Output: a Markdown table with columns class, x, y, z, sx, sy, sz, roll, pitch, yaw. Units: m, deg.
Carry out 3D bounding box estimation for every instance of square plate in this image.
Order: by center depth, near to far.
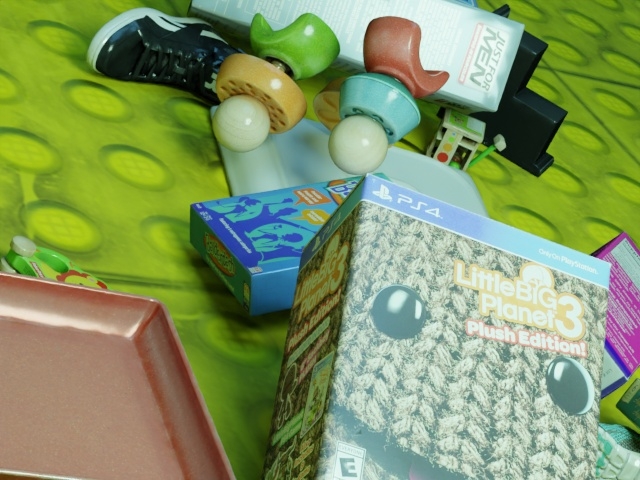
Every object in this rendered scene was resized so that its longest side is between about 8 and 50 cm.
| class | x | y | z | sx | sy | sz | roll | pitch | yaw |
| --- | --- | --- | --- | --- | --- | --- | --- | --- | --- |
| square plate | 0.064 | -0.030 | 1.950 | 0.344 | 0.049 | 0.347 | 15 | 29 | -21 |

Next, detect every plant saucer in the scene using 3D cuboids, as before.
| class | x | y | z | sx | sy | sz | roll | pitch | yaw |
| --- | --- | --- | --- | --- | --- | --- | --- | --- | --- |
| plant saucer | -0.217 | 0.120 | 1.424 | 0.259 | 0.048 | 0.258 | 10 | 31 | -28 |

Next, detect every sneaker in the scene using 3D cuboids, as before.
| class | x | y | z | sx | sy | sz | roll | pitch | yaw |
| --- | --- | --- | --- | --- | --- | --- | --- | --- | --- |
| sneaker | 0.271 | 0.201 | 1.720 | 0.166 | 0.065 | 0.076 | 28 | 17 | -16 |
| sneaker | -0.153 | -0.200 | 2.023 | 0.121 | 0.079 | 0.217 | 37 | 27 | 23 |

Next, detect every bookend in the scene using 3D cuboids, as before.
| class | x | y | z | sx | sy | sz | roll | pitch | yaw |
| --- | --- | --- | --- | --- | --- | --- | --- | --- | --- |
| bookend | 0.256 | -0.192 | 2.298 | 0.156 | 0.157 | 0.072 | 32 | 27 | 11 |

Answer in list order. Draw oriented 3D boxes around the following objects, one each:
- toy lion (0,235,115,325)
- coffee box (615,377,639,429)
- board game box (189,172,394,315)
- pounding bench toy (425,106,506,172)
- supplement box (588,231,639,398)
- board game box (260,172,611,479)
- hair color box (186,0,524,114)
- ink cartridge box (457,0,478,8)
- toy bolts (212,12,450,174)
| class | x | y | z | sx | sy | sz | roll | pitch | yaw |
| --- | --- | --- | --- | --- | --- | --- | --- | --- | --- |
| toy lion | -0.222 | 0.041 | 1.585 | 0.096 | 0.034 | 0.100 | 10 | 30 | -44 |
| coffee box | 0.375 | 0.210 | 1.730 | 0.184 | 0.040 | 0.113 | 38 | 4 | -12 |
| board game box | 0.000 | 0.000 | 1.722 | 0.210 | 0.047 | 0.160 | -10 | 29 | -23 |
| pounding bench toy | 0.175 | -0.109 | 2.175 | 0.083 | 0.065 | 0.052 | 23 | 27 | -4 |
| supplement box | 0.269 | 0.089 | 1.819 | 0.114 | 0.111 | 0.220 | 54 | 29 | 4 |
| board game box | 0.093 | 0.132 | 1.449 | 0.232 | 0.141 | 0.291 | 19 | 56 | -15 |
| hair color box | 0.036 | -0.261 | 2.143 | 0.374 | 0.114 | 0.185 | 19 | 1 | -7 |
| ink cartridge box | -0.008 | -0.360 | 2.376 | 0.395 | 0.151 | 0.270 | 18 | 27 | -14 |
| toy bolts | 0.018 | -0.122 | 1.870 | 0.228 | 0.158 | 0.218 | 3 | -35 | 43 |
